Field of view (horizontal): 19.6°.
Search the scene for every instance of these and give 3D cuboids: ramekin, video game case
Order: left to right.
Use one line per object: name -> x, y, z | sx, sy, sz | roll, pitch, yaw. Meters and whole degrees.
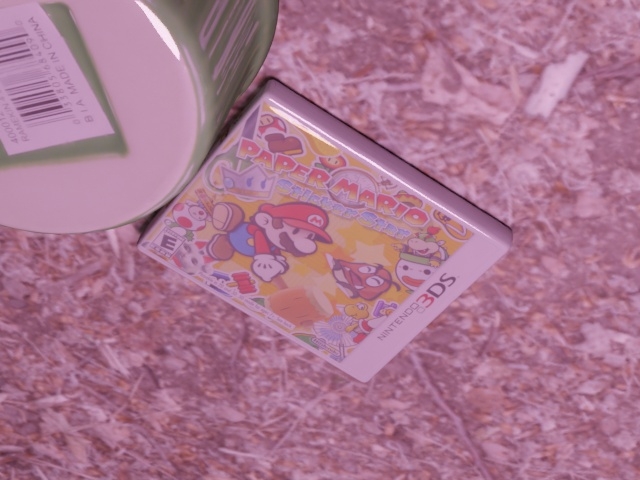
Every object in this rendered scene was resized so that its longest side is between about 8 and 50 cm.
ramekin -> -0.191, -0.147, 1.282 | 0.303, 0.148, 0.303 | 7, 133, 8
video game case -> 0.000, 0.000, 1.450 | 0.227, 0.026, 0.206 | 32, 131, -14
